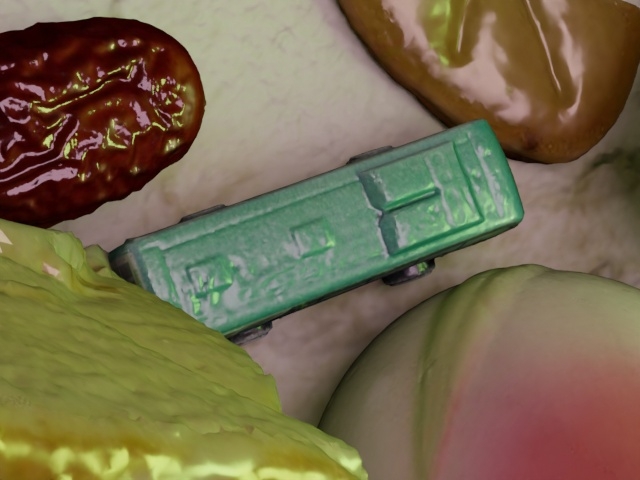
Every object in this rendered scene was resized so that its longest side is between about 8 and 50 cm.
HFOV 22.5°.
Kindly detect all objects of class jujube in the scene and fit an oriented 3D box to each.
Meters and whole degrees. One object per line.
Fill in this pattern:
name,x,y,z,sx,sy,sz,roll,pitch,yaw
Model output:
jujube,-0.152,-0.069,0.928,0.176,0.109,0.112,-16,127,-22

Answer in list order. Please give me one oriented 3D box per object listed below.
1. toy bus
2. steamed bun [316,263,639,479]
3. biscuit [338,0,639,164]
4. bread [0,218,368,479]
toy bus,0.000,0.000,0.982,0.262,0.109,0.091,-22,89,-20
steamed bun,0.146,0.161,0.931,0.309,0.309,0.309,1,88,-19
biscuit,0.087,-0.173,1.049,0.299,0.045,0.154,43,77,-13
bread,-0.225,0.172,0.726,0.390,0.279,0.371,11,106,-46
